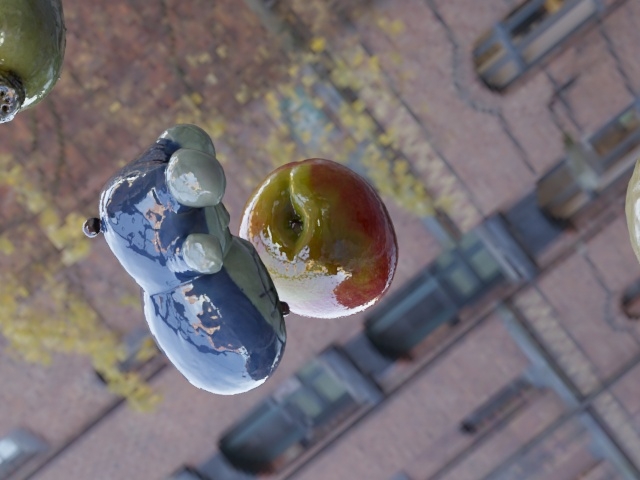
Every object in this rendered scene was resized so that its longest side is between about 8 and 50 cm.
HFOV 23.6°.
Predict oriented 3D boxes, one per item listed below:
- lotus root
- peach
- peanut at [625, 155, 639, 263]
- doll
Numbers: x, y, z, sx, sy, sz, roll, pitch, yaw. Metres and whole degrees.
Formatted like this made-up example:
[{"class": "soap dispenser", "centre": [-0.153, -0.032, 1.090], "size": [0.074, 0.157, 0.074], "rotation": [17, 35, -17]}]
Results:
[{"class": "lotus root", "centre": [-0.215, -0.146, 1.060], "size": [0.090, 0.077, 0.183], "rotation": [77, -178, -46]}, {"class": "peach", "centre": [0.000, 0.000, 1.823], "size": [0.190, 0.190, 0.192], "rotation": [52, -179, 26]}, {"class": "peanut", "centre": [0.259, -0.029, 0.912], "size": [0.147, 0.147, 0.305], "rotation": [50, -144, -14]}, {"class": "doll", "centre": [-0.115, 0.029, 1.491], "size": [0.258, 0.154, 0.228], "rotation": [58, 177, -20]}]
